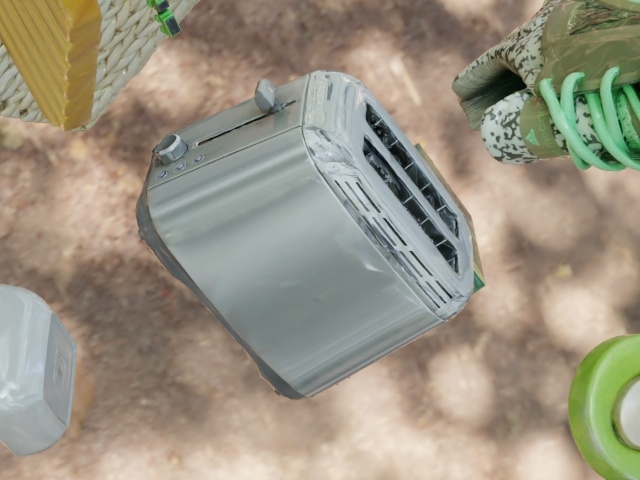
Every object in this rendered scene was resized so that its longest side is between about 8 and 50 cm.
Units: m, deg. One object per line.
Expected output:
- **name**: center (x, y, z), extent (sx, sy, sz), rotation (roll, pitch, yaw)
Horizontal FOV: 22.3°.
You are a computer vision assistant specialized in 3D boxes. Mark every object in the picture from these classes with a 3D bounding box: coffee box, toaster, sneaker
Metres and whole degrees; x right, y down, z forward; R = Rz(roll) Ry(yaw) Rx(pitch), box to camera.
- **coffee box**: center (0.122, -0.020, 1.700), extent (0.113, 0.040, 0.184), rotation (53, 15, -18)
- **toaster**: center (0.000, 0.000, 1.048), extent (0.227, 0.146, 0.129), rotation (51, 25, -25)
- **sneaker**: center (0.203, -0.084, 1.064), extent (0.182, 0.410, 0.158), rotation (-28, 105, -6)

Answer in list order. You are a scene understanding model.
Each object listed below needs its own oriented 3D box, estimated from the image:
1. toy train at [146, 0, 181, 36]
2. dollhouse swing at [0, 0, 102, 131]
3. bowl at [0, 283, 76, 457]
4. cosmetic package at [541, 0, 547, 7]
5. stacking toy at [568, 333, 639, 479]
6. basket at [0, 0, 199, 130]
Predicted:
- **toy train**: center (-0.155, -0.228, 1.528), extent (0.017, 0.024, 0.083), rotation (-36, 123, -16)
- **dollhouse swing**: center (-0.366, -0.238, 1.303), extent (0.315, 0.347, 0.305), rotation (-12, 75, -14)
- **bowl**: center (-0.270, 0.123, 1.536), extent (0.142, 0.053, 0.142), rotation (74, 15, -61)
- **cosmetic package**: center (0.218, -0.223, 1.356), extent (0.041, 0.060, 0.115), rotation (21, 86, 7)
- **stacking toy**: center (0.354, 0.199, 1.318), extent (0.280, 0.130, 0.308), rotation (7, 76, -20)
- **basket**: center (-0.318, -0.341, 1.823), extent (0.266, 0.331, 0.328), rotation (16, 46, -35)
